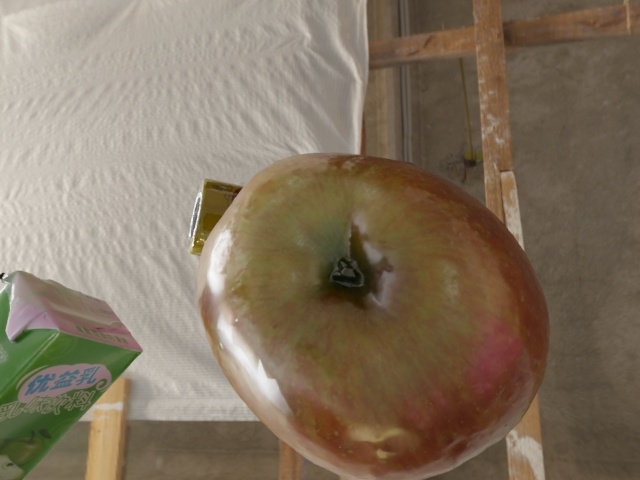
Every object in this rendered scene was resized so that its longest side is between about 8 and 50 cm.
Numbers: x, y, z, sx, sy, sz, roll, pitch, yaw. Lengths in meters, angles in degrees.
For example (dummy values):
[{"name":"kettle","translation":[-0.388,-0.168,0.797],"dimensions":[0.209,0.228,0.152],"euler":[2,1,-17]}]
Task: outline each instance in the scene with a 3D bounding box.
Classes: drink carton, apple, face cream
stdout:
[{"name":"drink carton","translation":[-0.364,0.176,0.722],"dimensions":[0.271,0.161,0.108],"euler":[-47,-116,-1]},{"name":"apple","translation":[0.033,0.054,0.550],"dimensions":[0.309,0.250,0.277],"euler":[1,-124,33]},{"name":"face cream","translation":[0.000,0.000,0.862],"dimensions":[0.349,0.105,0.105],"euler":[12,-101,-16]}]
